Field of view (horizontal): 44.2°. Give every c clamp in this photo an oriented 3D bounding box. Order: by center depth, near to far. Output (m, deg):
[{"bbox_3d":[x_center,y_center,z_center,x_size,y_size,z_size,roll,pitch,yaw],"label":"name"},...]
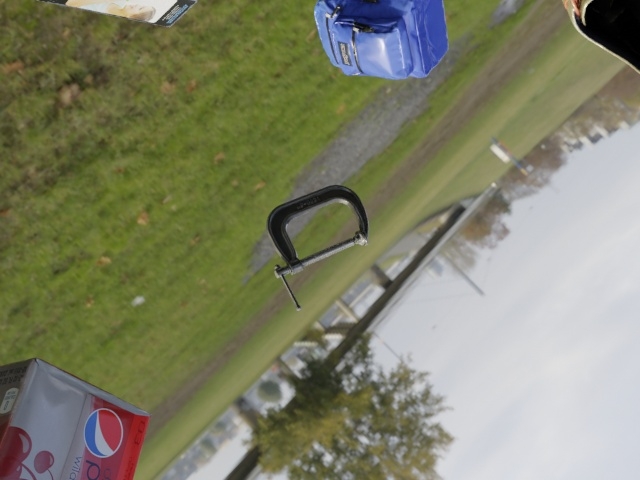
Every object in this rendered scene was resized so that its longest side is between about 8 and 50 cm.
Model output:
[{"bbox_3d":[0.000,0.000,1.041,0.160,0.137,0.022,-29,165,-19],"label":"c clamp"}]

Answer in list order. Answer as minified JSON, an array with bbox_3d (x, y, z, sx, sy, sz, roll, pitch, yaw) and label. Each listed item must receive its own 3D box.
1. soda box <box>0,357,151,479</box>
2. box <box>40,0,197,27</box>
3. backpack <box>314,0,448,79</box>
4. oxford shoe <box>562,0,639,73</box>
[{"bbox_3d":[-0.224,0.141,0.467,0.263,0.083,0.092,-16,-130,37],"label":"soda box"},{"bbox_3d":[-0.357,-0.464,1.289,0.087,0.169,0.290,-29,164,37],"label":"box"},{"bbox_3d":[0.052,-0.214,0.783,0.101,0.120,0.098,-46,139,-35],"label":"backpack"},{"bbox_3d":[0.293,-0.290,0.816,0.130,0.348,0.123,-25,151,-28],"label":"oxford shoe"}]
